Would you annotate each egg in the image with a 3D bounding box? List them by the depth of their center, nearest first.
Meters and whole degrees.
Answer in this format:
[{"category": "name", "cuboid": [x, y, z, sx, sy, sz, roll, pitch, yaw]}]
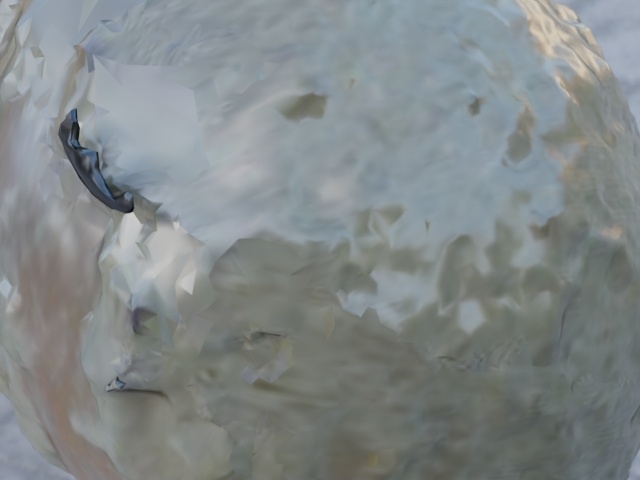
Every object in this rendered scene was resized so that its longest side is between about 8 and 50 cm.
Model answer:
[{"category": "egg", "cuboid": [0.000, 0.000, 0.628, 0.279, 0.310, 0.279, -20, -5, -2]}]
